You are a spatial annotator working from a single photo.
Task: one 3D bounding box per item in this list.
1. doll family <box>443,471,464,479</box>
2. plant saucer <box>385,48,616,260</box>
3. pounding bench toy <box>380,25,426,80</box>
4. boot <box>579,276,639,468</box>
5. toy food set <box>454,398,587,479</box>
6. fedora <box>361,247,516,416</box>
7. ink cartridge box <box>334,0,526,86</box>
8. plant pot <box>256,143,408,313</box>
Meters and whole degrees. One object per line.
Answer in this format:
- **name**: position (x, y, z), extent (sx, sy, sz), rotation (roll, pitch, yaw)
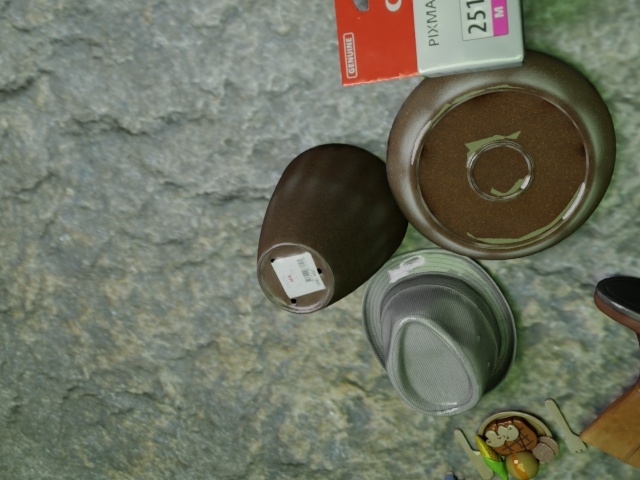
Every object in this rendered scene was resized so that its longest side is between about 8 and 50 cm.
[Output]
- **doll family**: position (0.276, 0.469, 1.275), extent (0.192, 0.111, 0.076), rotation (10, 118, 14)
- **plant saucer**: position (0.243, -0.101, 1.011), extent (0.310, 0.050, 0.311), rotation (3, 118, 7)
- **pounding bench toy**: position (0.127, -0.241, 0.994), extent (0.052, 0.065, 0.083), rotation (-26, 106, 27)
- **boot**: position (0.472, 0.206, 1.113), extent (0.264, 0.096, 0.281), rotation (22, 128, -2)
- **toy food set**: position (0.326, 0.342, 1.236), extent (0.192, 0.038, 0.132), rotation (-28, 104, 28)
- **fedora**: position (0.174, 0.163, 1.147), extent (0.243, 0.124, 0.276), rotation (-9, 112, 22)
- **ink cartridge box**: position (0.119, -0.339, 0.908), extent (0.238, 0.060, 0.275), rotation (-4, 96, 19)
- **plant pot**: position (0.000, 0.000, 1.061), extent (0.215, 0.230, 0.216), rotation (7, 117, 15)
